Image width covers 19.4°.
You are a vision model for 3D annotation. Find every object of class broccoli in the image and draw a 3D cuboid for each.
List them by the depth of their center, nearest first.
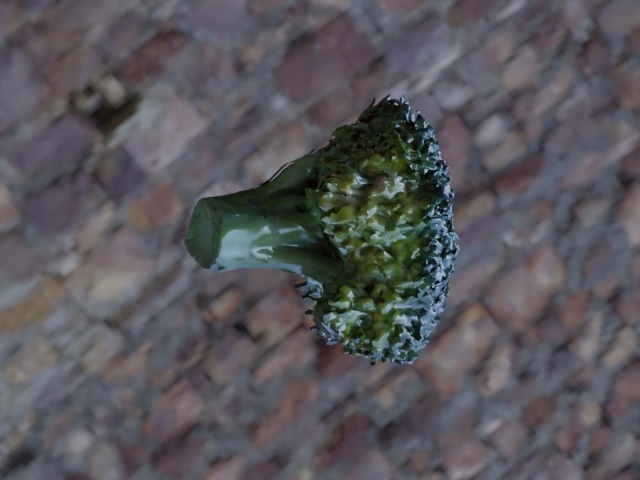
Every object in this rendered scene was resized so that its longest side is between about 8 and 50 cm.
[{"bbox_3d":[0.000,0.000,1.329,0.194,0.194,0.219,-32,-130,12],"label":"broccoli"}]
